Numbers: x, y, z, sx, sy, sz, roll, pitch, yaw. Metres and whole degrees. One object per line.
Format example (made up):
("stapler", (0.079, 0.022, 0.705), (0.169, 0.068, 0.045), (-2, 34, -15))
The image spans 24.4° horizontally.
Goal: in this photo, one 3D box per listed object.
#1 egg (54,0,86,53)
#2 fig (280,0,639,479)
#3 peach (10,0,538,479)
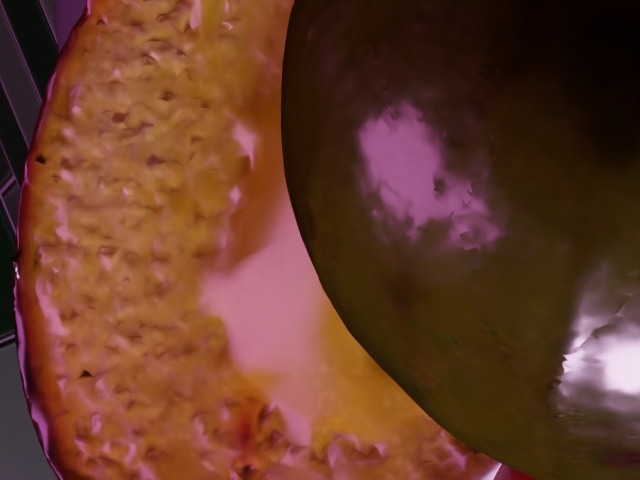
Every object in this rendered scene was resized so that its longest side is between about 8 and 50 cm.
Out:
("egg", (-0.065, -0.138, 0.794), (0.198, 0.146, 0.146), (-41, 69, 35))
("fig", (0.083, -0.016, 0.456), (0.203, 0.203, 0.225), (52, 151, 39))
("peach", (0.000, 0.000, 0.640), (0.281, 0.281, 0.338), (53, 156, 37))
